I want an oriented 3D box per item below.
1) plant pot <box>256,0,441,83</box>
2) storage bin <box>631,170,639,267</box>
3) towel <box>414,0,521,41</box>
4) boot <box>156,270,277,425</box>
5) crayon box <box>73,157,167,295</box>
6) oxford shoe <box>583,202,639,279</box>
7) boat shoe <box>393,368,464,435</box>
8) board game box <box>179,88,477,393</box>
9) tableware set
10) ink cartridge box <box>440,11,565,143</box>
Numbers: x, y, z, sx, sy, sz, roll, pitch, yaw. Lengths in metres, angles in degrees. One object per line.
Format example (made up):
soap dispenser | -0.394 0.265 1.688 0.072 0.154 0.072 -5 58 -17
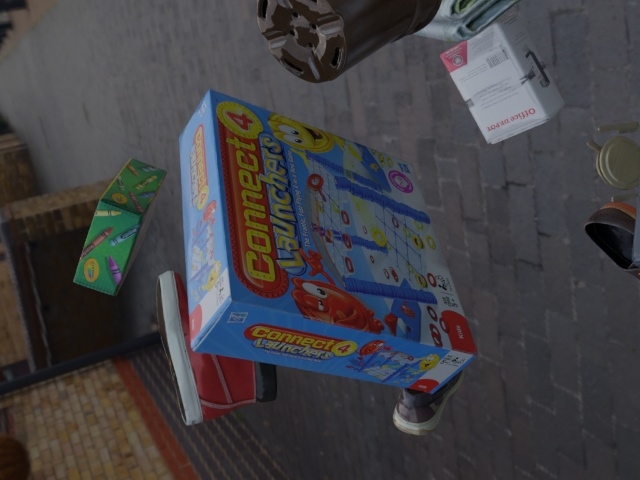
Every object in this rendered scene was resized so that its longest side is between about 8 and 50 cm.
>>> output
plant pot | 0.026 -0.272 0.828 0.167 0.165 0.167 29 145 23
storage bin | 0.302 -0.027 0.583 0.091 0.098 0.135 -15 55 52
towel | 0.294 -0.469 1.255 0.090 0.320 0.374 54 -176 -20
boot | -0.158 0.151 1.165 0.088 0.176 0.244 124 130 -64
crayon box | -0.369 -0.034 1.377 0.278 0.081 0.165 -97 29 -68
oxford shoe | 0.525 0.047 1.135 0.271 0.098 0.097 40 128 28
boat shoe | 0.207 0.232 1.341 0.103 0.285 0.092 18 124 18
board game box | 0.000 0.000 0.836 0.086 0.302 0.308 -49 39 36
tableware set | 0.521 -0.129 1.184 0.039 0.194 0.128 160 101 -71
ink cartridge box | 0.372 -0.327 1.498 0.159 0.092 0.218 -20 103 50
